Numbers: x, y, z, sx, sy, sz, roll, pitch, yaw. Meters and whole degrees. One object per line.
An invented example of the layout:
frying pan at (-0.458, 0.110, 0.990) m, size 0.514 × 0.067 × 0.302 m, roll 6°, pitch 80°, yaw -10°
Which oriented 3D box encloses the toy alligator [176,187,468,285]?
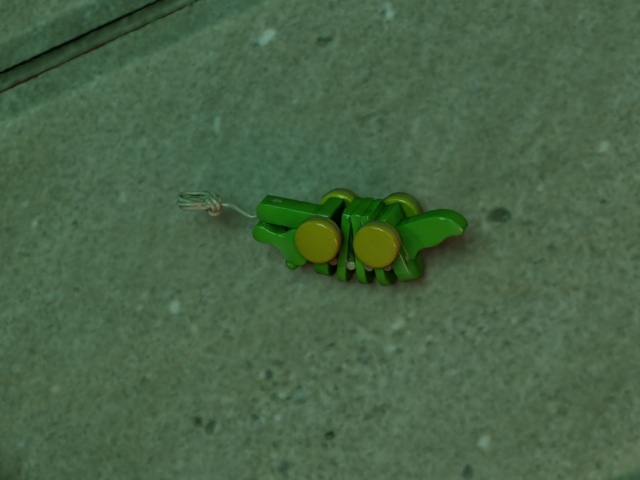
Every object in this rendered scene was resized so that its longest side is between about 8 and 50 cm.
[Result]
toy alligator at (0.000, 0.000, 1.064) m, size 0.190 × 0.056 × 0.051 m, roll 4°, pitch 115°, yaw 19°
